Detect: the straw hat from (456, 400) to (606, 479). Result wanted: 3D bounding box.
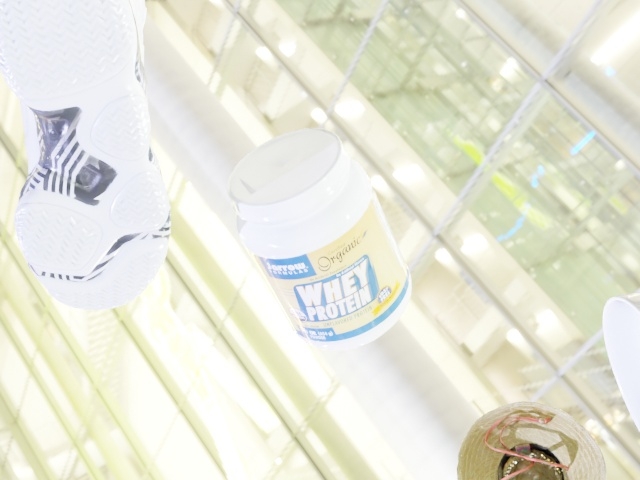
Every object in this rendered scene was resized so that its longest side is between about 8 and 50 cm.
[{"bbox_3d":[0.200,0.228,0.821,0.144,0.144,0.061,-35,-46,-10],"label":"straw hat"}]

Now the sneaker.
[{"bbox_3d":[-0.215,-0.121,0.824,0.137,0.210,0.366,-3,-52,-8],"label":"sneaker"}]

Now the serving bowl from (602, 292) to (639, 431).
[{"bbox_3d":[0.143,0.057,0.345,0.027,0.083,0.083,-19,-24,-1],"label":"serving bowl"}]

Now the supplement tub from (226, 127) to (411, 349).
[{"bbox_3d":[0.000,0.000,0.902,0.144,0.144,0.199,-35,-54,-11],"label":"supplement tub"}]
